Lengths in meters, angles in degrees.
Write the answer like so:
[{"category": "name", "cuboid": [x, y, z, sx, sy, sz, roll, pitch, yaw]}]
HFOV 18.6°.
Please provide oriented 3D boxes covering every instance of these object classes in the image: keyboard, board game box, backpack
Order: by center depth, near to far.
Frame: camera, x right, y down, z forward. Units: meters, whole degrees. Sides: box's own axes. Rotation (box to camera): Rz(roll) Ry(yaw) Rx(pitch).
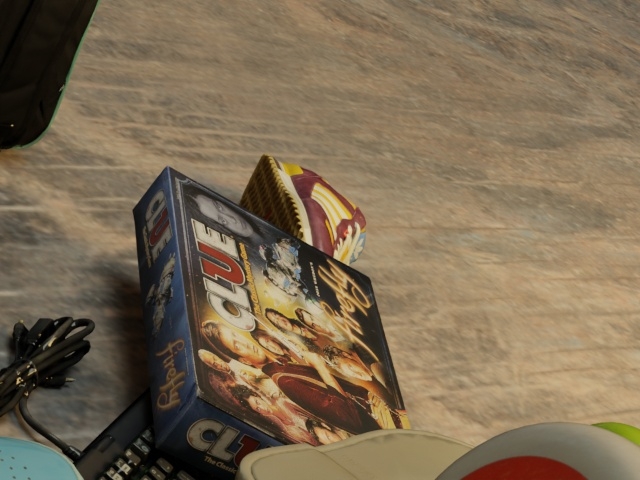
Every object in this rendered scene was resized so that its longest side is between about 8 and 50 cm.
[{"category": "keyboard", "cuboid": [-0.107, 0.119, 1.026, 0.201, 0.033, 0.317, 34, 21, 4]}, {"category": "board game box", "cuboid": [-0.027, 0.067, 1.155, 0.165, 0.042, 0.243, 29, 24, -25]}, {"category": "backpack", "cuboid": [-0.229, -0.171, 1.267, 0.165, 0.188, 0.144, 13, 28, -38]}]

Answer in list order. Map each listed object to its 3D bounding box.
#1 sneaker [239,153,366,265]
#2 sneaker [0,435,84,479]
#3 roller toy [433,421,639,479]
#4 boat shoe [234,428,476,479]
[{"category": "sneaker", "cuboid": [0.000, 0.000, 1.376, 0.083, 0.070, 0.185, 18, 26, -21]}, {"category": "sneaker", "cuboid": [-0.184, 0.075, 0.750, 0.319, 0.208, 0.127, -2, 37, -49]}, {"category": "roller toy", "cuboid": [0.124, 0.192, 0.940, 0.146, 0.191, 0.209, 31, 6, -38]}, {"category": "boat shoe", "cuboid": [0.030, 0.146, 1.033, 0.206, 0.065, 0.075, 3, 26, -42]}]
